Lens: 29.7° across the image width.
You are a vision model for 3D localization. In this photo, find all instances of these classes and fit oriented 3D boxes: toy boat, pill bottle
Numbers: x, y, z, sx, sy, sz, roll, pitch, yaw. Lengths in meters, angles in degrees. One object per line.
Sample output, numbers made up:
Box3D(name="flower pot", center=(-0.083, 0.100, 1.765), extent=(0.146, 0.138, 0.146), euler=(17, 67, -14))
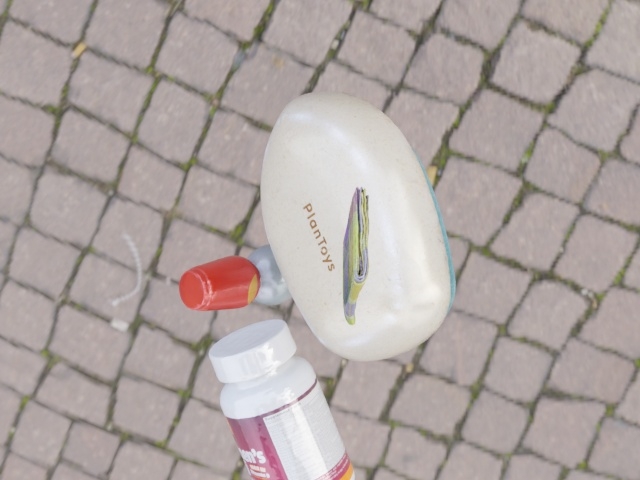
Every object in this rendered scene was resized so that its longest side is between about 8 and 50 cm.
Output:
Box3D(name="toy boat", center=(0.000, 0.000, 1.205), extent=(0.318, 0.148, 0.267), euler=(-26, 78, 43))
Box3D(name="pill bottle", center=(-0.049, 0.215, 1.461), extent=(0.121, 0.121, 0.221), euler=(-18, 104, 14))

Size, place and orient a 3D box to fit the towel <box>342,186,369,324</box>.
Box3D(name="towel", center=(0.020, 0.011, 0.707), extent=(0.009, 0.060, 0.083), euler=(1, 157, -3))
